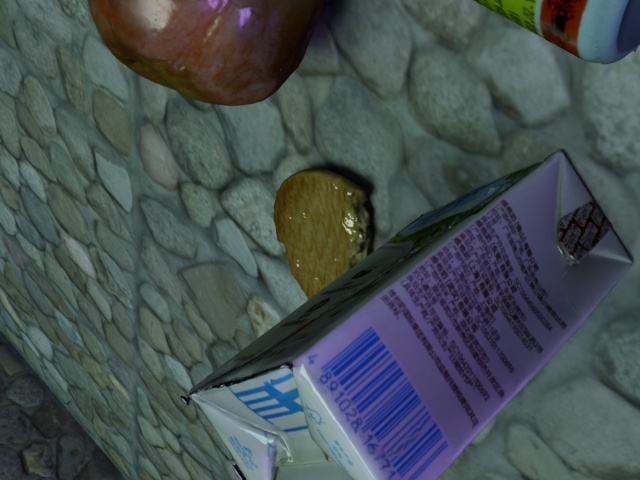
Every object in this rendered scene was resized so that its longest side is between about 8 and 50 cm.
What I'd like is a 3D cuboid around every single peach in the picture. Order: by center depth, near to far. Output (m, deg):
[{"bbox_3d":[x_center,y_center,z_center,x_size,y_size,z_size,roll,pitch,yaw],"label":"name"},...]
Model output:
[{"bbox_3d":[-0.109,-0.224,0.713,0.214,0.214,0.235,60,152,-8],"label":"peach"}]

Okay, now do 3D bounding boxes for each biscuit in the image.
[{"bbox_3d":[0.001,-0.001,0.912,0.144,0.033,0.224,33,140,33],"label":"biscuit"}]

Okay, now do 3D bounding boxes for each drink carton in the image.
[{"bbox_3d":[0.075,0.075,0.622,0.132,0.324,0.194,57,147,-4],"label":"drink carton"}]

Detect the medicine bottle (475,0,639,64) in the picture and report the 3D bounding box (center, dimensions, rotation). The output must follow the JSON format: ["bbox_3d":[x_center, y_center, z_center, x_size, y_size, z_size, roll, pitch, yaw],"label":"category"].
[{"bbox_3d":[0.121,-0.220,0.480,0.225,0.139,0.139,38,143,23],"label":"medicine bottle"}]
